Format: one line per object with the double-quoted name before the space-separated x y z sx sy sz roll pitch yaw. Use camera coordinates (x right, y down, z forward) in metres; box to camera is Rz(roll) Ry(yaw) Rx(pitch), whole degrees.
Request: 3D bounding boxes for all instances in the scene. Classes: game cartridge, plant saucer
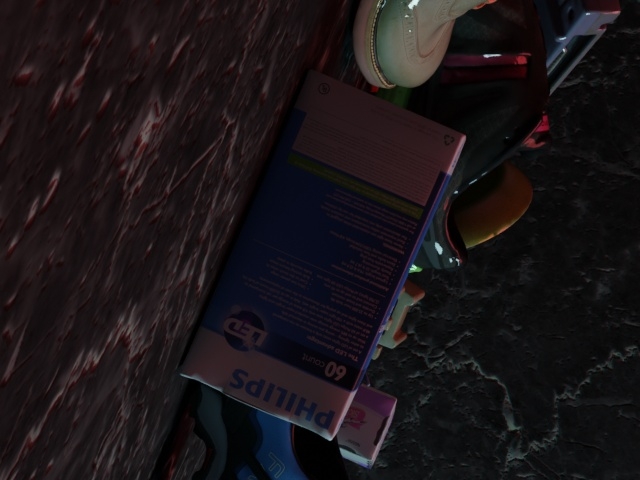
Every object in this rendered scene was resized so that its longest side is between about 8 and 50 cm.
"game cartridge" 0.228 -0.277 2.096 0.355 0.068 0.230 125 -47 -62
"plant saucer" 0.127 -0.053 2.121 0.241 0.241 0.037 -60 141 -55

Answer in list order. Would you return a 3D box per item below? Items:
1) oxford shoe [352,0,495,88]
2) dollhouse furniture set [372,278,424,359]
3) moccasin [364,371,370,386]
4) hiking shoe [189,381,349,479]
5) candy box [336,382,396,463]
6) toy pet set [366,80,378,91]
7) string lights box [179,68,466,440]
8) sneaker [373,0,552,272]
"oxford shoe" 0.121 -0.228 1.489 0.397 0.147 0.140 104 10 -65
"dollhouse furniture set" 0.023 0.100 2.339 0.259 0.135 0.262 -26 141 -65
"moccasin" 0.004 0.043 1.598 0.117 0.138 0.342 -67 179 -53
"hiking shoe" -0.044 0.225 1.534 0.113 0.132 0.304 -29 127 -56
"candy box" -0.010 0.167 1.835 0.196 0.165 0.070 84 30 -81
"toy pet set" 0.035 -0.083 1.832 0.065 0.114 0.122 -14 148 -23
"string lights box" 0.003 0.011 1.420 0.077 0.133 0.259 -17 131 -85
"sneaker" 0.175 -0.184 1.952 0.185 0.202 0.482 -52 165 -73
